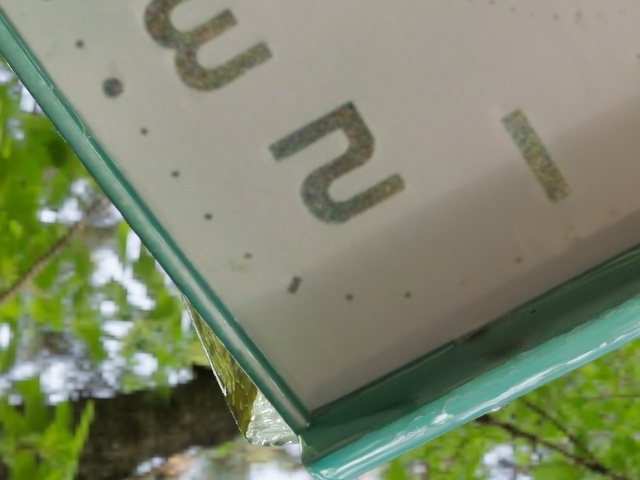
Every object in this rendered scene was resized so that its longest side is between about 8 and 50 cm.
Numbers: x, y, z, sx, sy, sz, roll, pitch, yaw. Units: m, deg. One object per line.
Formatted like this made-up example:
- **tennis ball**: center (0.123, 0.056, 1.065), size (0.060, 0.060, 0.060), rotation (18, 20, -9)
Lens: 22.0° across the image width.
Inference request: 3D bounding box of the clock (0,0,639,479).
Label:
- **clock**: center (0.052, -0.107, 0.352), size (0.262, 0.231, 0.116), rotation (-29, -158, 15)

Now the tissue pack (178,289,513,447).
- **tissue pack**: center (0.000, 0.000, 1.028), size (0.081, 0.185, 0.257), rotation (106, -32, -41)
